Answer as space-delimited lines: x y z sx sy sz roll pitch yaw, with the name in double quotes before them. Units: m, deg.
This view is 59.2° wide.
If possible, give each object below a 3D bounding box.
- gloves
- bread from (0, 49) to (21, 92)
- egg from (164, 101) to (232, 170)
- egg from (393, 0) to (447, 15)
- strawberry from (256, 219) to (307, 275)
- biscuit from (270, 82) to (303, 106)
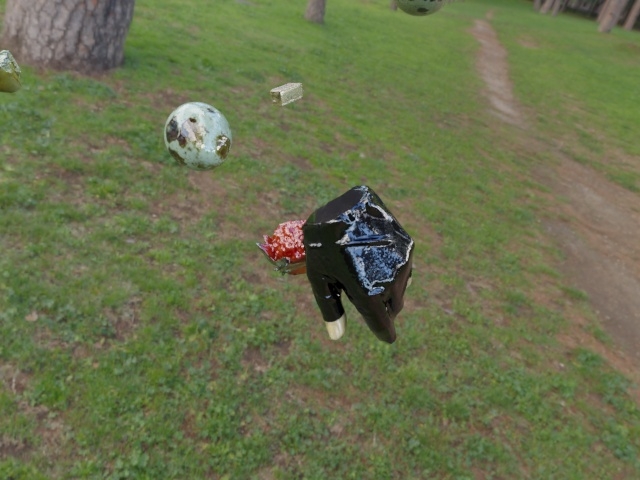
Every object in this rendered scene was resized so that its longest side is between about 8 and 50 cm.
"gloves" 0.072 0.064 0.957 0.197 0.301 0.152 -31 41 -6
"bread" -0.931 -0.480 1.643 0.103 0.110 0.156 -14 35 -6
"egg" -0.307 -0.260 1.436 0.169 0.169 0.231 1 30 -31
"egg" 0.270 -0.689 1.496 0.177 0.177 0.228 19 23 1
"strawberry" 0.003 -0.004 1.114 0.228 0.097 0.174 -16 -12 11
"biscuit" -0.109 -0.481 1.856 0.052 0.056 0.188 6 23 20
